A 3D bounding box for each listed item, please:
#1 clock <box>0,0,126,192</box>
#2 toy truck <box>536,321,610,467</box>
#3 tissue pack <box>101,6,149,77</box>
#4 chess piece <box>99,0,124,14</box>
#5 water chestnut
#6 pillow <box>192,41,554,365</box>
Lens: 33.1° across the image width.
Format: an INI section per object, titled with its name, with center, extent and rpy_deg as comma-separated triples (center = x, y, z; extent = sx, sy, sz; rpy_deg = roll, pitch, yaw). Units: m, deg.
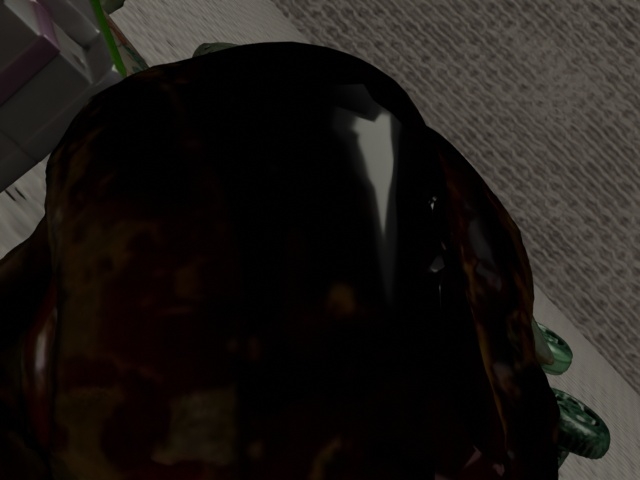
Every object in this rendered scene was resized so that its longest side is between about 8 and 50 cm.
[clock]
center = -0.277, -0.187, 0.573
extent = 0.309, 0.166, 0.235
rpy_deg = 46, 10, -39
[toy truck]
center = 0.108, 0.138, 0.844
extent = 0.156, 0.155, 0.279
rpy_deg = 28, 15, -4
[tissue pack]
center = -0.178, -0.119, 0.884
extent = 0.325, 0.071, 0.170
rpy_deg = 50, 11, 17
[chess piece]
center = -0.296, -0.333, 1.070
extent = 0.243, 0.133, 0.133
rpy_deg = 32, 19, -35
[water chestnut]
center = -0.031, 0.054, 0.469
extent = 0.289, 0.244, 0.289
rpy_deg = 39, 43, -48
[pillow]
center = 0.020, -0.043, 0.828
extent = 0.310, 0.119, 0.312
rpy_deg = 33, 14, -14
